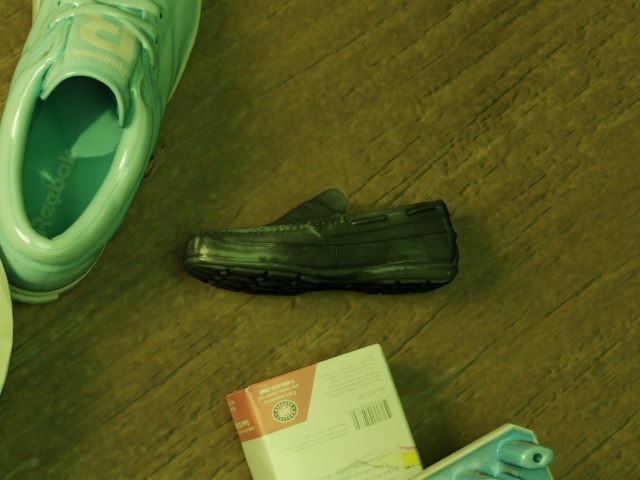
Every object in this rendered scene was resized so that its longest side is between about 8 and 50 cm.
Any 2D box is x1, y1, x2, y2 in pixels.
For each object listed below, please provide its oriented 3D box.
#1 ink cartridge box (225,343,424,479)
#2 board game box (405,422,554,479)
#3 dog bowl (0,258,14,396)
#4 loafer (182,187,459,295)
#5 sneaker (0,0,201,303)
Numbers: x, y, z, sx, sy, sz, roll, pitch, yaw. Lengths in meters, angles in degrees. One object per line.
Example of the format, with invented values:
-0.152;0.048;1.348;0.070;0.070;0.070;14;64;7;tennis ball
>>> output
0.017;0.190;1.498;0.115;0.067;0.198;-17;86;-19;ink cartridge box
0.071;0.391;1.449;0.390;0.050;0.390;-27;103;-19;board game box
-0.350;0.063;1.367;0.264;0.104;0.265;4;79;-24;dog bowl
0.000;0.000;1.522;0.223;0.076;0.078;0;76;-22;loafer
-0.154;-0.134;1.452;0.135;0.150;0.366;15;78;-15;sneaker
